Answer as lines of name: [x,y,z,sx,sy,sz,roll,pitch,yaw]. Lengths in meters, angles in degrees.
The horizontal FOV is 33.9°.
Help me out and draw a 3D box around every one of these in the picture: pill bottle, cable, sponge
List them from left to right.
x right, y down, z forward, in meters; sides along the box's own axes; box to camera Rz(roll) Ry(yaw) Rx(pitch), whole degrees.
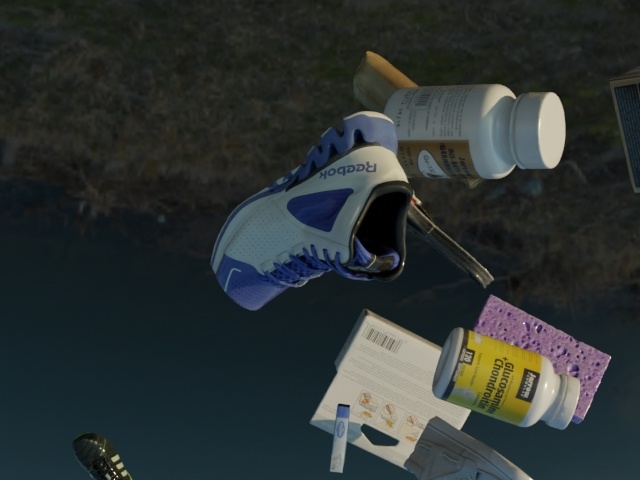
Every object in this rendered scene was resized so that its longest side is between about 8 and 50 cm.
cable: [0.177,-0.038,1.732,0.072,0.287,0.139,-48,150,-10]
pill bottle: [0.212,-0.150,1.455,0.229,0.131,0.131,3,156,32]
pill bottle: [0.253,0.193,1.434,0.184,0.103,0.103,18,147,1]
sponge: [0.329,0.182,1.628,0.210,0.117,0.031,28,158,10]

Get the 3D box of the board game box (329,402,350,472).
board game box: [0.028,0.276,1.476,0.020,0.090,0.090,7,174,3]

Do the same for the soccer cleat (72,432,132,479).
soccer cleat: [-0.348,0.382,1.729,0.060,0.072,0.179,-33,129,-10]

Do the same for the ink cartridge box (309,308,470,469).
ink cartridge box: [0.149,0.299,2.035,0.275,0.060,0.238,27,97,-8]

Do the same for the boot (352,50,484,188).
boot: [0.163,-0.221,1.704,0.089,0.269,0.236,-40,157,-18]

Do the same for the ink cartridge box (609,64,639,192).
ink cartridge box: [0.583,-0.205,1.728,0.088,0.193,0.235,-3,-161,45]

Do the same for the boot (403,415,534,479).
boot: [0.258,0.414,1.851,0.095,0.123,0.258,40,170,-36]

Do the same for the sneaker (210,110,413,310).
sneaker: [0.001,-0.001,1.333,0.315,0.182,0.127,-44,137,21]
